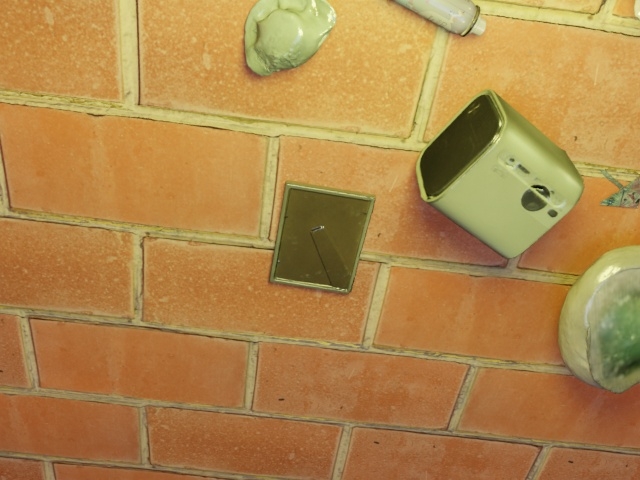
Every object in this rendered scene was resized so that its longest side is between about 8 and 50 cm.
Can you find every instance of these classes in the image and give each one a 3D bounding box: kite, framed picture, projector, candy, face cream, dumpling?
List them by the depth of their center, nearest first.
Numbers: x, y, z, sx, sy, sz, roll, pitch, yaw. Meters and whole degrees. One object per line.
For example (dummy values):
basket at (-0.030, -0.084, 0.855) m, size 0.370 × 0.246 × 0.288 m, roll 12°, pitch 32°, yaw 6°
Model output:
face cream at (0.236, -0.484, 1.317) m, size 0.229 × 0.075 × 0.075 m, roll 23°, pitch 122°, yaw -13°
dumpling at (-0.073, -0.430, 1.341) m, size 0.219 × 0.108 × 0.153 m, roll -33°, pitch 118°, yaw 19°
projector at (0.390, -0.146, 1.438) m, size 0.249 × 0.248 × 0.248 m, roll 33°, pitch 119°, yaw -19°
kite at (0.743, -0.132, 1.587) m, size 0.137 × 0.005 × 0.152 m, roll -38°, pitch 116°, yaw 21°
framed picture at (0.000, 0.000, 1.684) m, size 0.232 × 0.024 × 0.315 m, roll 10°, pitch 123°, yaw -5°
candy at (0.809, 0.198, 1.702) m, size 0.386 × 0.186 × 0.427 m, roll -19°, pitch 120°, yaw 4°

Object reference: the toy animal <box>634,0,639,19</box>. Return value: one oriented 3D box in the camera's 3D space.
toy animal at (0.671, -0.504, 1.235) m, size 0.282 × 0.138 × 0.140 m, roll 31°, pitch 153°, yaw -2°
